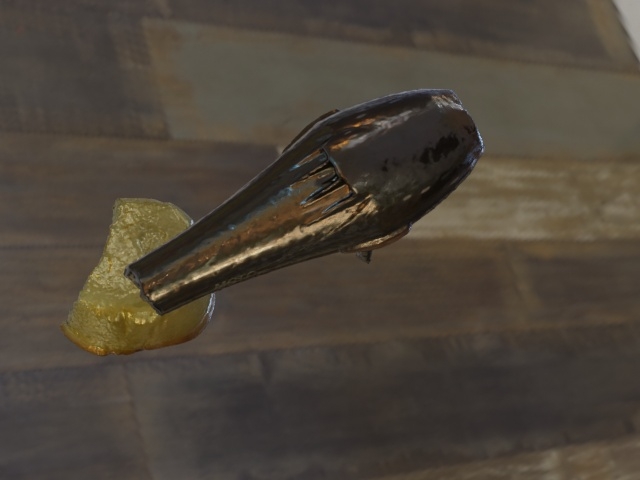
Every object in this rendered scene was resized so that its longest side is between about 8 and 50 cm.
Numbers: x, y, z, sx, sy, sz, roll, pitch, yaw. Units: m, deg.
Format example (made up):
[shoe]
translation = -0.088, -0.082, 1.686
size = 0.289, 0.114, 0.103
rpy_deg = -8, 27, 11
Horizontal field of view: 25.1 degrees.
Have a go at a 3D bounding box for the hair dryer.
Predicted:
[hair dryer]
translation = 0.000, 0.000, 1.276
size = 0.120, 0.304, 0.359
rpy_deg = 58, -1, 13

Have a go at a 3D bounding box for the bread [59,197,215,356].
[bread]
translation = -0.159, 0.039, 1.331
size = 0.125, 0.086, 0.156
rpy_deg = 17, 52, 5
